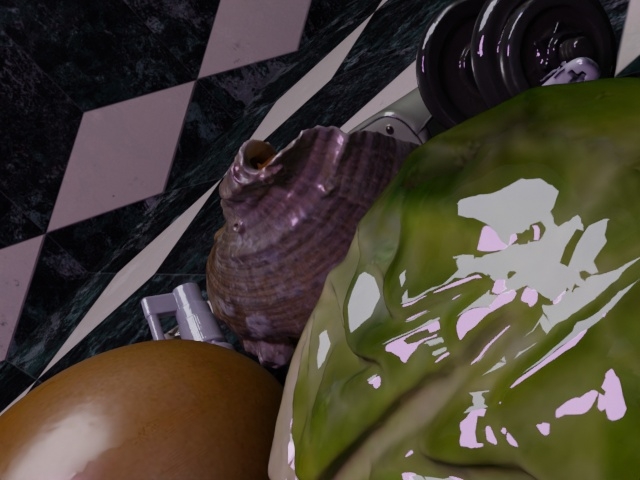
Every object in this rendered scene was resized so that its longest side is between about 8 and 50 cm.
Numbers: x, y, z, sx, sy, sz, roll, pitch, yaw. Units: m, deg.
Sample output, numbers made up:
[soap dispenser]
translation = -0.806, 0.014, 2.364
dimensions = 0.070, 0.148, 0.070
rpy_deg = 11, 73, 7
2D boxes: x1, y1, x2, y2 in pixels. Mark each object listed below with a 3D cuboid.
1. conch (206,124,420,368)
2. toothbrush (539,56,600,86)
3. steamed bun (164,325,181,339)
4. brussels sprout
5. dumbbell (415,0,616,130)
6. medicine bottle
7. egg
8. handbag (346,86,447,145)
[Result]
[conch]
translation = 0.007, 0.016, 1.007
dimensions = 0.297, 0.210, 0.352
rpy_deg = -24, -14, -3
[toothbrush]
translation = 0.186, -0.107, 1.037
dimensions = 0.040, 0.042, 0.418
rpy_deg = -60, 10, -30
[steamed bun]
translation = -0.192, 0.206, 1.119
dimensions = 0.211, 0.144, 0.218
rpy_deg = -34, -12, -9
[brussels sprout]
translation = 0.131, 0.083, 0.491
dimensions = 0.354, 0.281, 0.289
rpy_deg = -43, 49, 9
[dumbbell]
translation = 0.233, -0.217, 1.076
dimensions = 0.192, 0.192, 0.290
rpy_deg = -47, 18, -11
[medicine bottle]
translation = -0.135, 0.150, 1.017
dimensions = 0.092, 0.221, 0.061
rpy_deg = -11, -33, -27
[egg]
translation = -0.163, 0.242, 0.745
dimensions = 0.351, 0.283, 0.282
rpy_deg = -43, 18, -11
[handbag]
translation = 0.128, -0.196, 1.368
dimensions = 0.241, 0.109, 0.315
rpy_deg = -29, 20, 41
